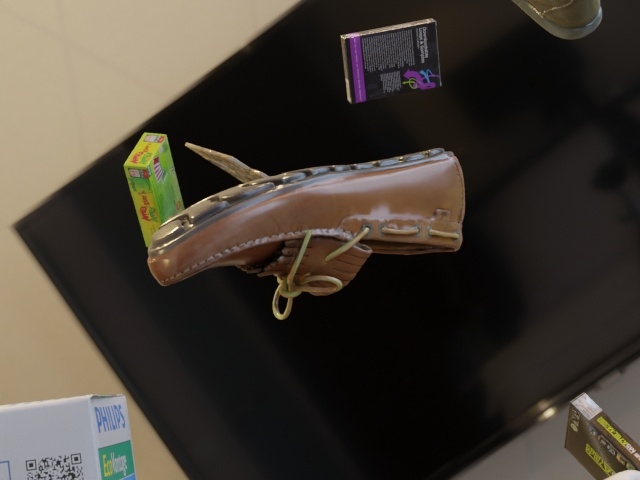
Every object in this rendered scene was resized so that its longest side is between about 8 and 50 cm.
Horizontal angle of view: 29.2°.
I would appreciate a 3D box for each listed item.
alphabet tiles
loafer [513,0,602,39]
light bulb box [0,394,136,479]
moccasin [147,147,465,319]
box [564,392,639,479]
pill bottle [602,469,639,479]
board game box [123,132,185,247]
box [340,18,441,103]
[{"bbox_3d":[-0.109,-0.102,2.099,0.009,0.198,0.237,-60,30,-5],"label":"alphabet tiles"},{"bbox_3d":[0.234,-0.340,1.452,0.094,0.251,0.087,-44,-23,-20],"label":"loafer"},{"bbox_3d":[-0.382,0.370,1.362,0.358,0.361,0.225,-7,-7,-1],"label":"light bulb box"},{"bbox_3d":[-0.002,0.000,1.259,0.380,0.147,0.139,-12,1,-43],"label":"moccasin"},{"bbox_3d":[0.551,0.410,2.362,0.045,0.191,0.184,-31,-34,-19],"label":"box"},{"bbox_3d":[0.249,0.381,1.313,0.301,0.169,0.169,-36,-3,27],"label":"pill bottle"},{"bbox_3d":[-0.280,-0.083,2.097,0.092,0.043,0.181,-66,-24,-44],"label":"board game box"},{"bbox_3d":[0.119,-0.300,2.054,0.162,0.116,0.029,-11,26,-10],"label":"box"}]
